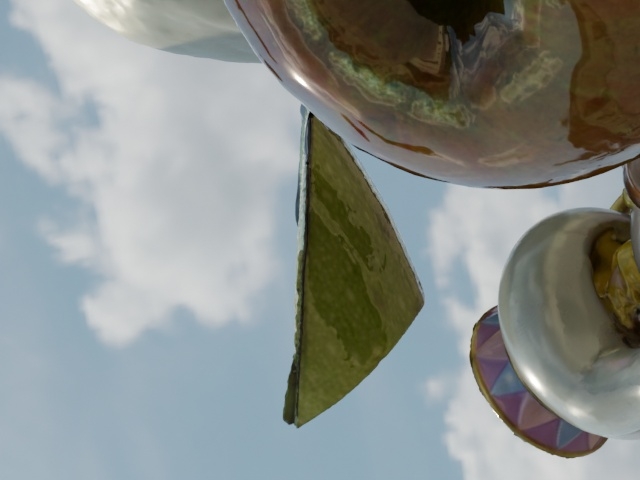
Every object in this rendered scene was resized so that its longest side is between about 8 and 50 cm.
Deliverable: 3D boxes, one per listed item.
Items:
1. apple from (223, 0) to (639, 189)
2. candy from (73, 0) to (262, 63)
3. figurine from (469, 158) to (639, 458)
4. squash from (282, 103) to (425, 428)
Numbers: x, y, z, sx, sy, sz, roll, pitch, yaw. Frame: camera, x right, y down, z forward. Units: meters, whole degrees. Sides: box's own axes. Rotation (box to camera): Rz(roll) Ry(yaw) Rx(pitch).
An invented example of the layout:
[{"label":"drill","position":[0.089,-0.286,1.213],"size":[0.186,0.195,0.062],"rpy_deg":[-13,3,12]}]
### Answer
[{"label":"apple","position":[0.066,-0.138,0.703],"size":[0.237,0.237,0.207],"rpy_deg":[61,-142,-30]},{"label":"candy","position":[-0.025,-0.296,1.327],"size":[0.386,0.427,0.186],"rpy_deg":[11,-137,-16]},{"label":"figurine","position":[0.192,0.006,1.003],"size":[0.142,0.263,0.189],"rpy_deg":[24,-136,-20]},{"label":"squash","position":[0.024,0.004,1.175],"size":[0.192,0.085,0.184],"rpy_deg":[-93,7,-72]}]
